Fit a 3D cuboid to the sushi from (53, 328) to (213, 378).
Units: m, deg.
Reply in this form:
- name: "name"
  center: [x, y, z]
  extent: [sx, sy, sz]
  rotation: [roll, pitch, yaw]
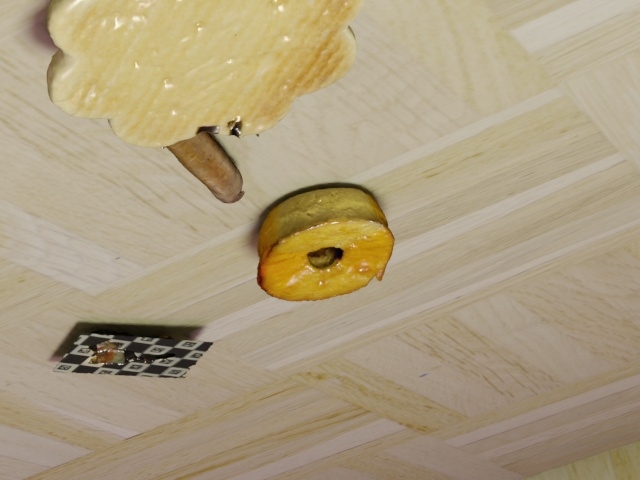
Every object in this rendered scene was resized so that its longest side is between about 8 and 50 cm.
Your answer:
- name: "sushi"
  center: [-0.260, 0.150, 2.012]
  extent: [0.201, 0.031, 0.139]
  rotation: [6, 150, -27]

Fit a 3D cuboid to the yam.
- name: "yam"
  center: [-0.139, -0.104, 1.521]
  extent: [0.046, 0.046, 0.264]
  rotation: [-17, 155, 11]

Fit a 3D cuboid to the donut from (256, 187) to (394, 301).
- name: "donut"
  center: [0.001, -0.001, 1.766]
  extent: [0.174, 0.075, 0.190]
  rotation: [-10, 150, -1]

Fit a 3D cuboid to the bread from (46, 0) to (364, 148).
- name: "bread"
  center: [-0.104, -0.192, 1.306]
  extent: [0.316, 0.054, 0.316]
  rotation: [-14, 148, -9]
